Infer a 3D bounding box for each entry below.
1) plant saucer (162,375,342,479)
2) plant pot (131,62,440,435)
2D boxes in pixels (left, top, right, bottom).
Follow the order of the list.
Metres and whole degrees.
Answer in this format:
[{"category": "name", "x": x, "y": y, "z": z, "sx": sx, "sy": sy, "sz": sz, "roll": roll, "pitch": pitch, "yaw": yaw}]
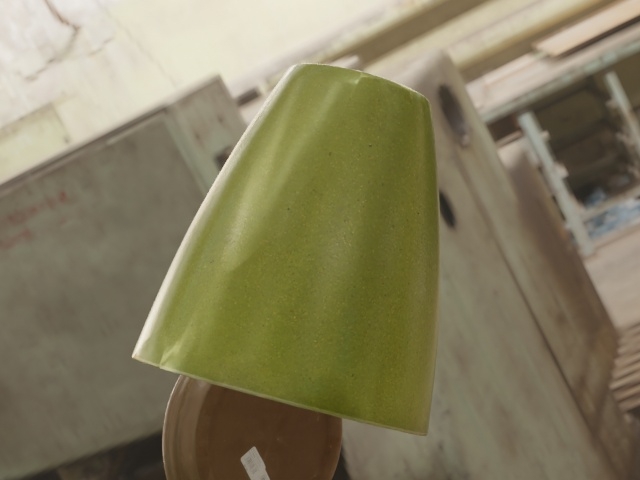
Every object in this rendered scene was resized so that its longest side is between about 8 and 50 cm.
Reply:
[{"category": "plant saucer", "x": -0.071, "y": 0.240, "z": 1.593, "sx": 0.278, "sy": 0.278, "sz": 0.041, "roll": -34, "pitch": 22, "yaw": -36}, {"category": "plant pot", "x": 0.000, "y": 0.000, "z": 1.176, "sx": 0.275, "sy": 0.293, "sz": 0.275, "roll": 15, "pitch": -6, "yaw": 1}]
